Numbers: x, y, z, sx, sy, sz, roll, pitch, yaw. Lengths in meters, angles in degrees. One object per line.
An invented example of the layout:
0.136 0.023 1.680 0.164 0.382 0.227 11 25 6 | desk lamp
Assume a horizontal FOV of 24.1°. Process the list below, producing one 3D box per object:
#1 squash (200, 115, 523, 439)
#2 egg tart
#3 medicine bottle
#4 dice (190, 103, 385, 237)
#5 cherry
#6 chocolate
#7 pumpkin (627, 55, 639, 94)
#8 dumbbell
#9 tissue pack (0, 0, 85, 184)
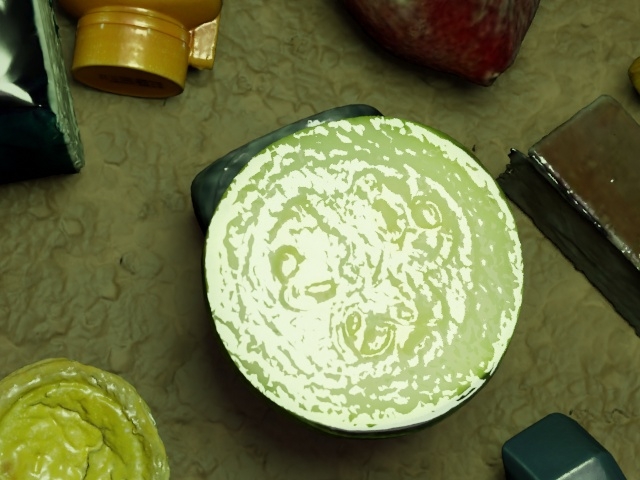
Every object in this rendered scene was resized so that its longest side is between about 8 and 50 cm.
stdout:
0.035 0.030 1.167 0.252 0.049 0.252 1 79 -6 | squash
-0.220 0.198 1.287 0.191 0.074 0.191 1 82 -5 | egg tart
-0.158 -0.248 1.343 0.149 0.112 0.222 8 80 -4 | medicine bottle
0.000 0.000 1.284 0.181 0.183 0.182 -22 83 -6 | dice
0.102 -0.278 1.320 0.230 0.203 0.300 -11 89 -47 | cherry
0.307 0.009 1.350 0.321 0.112 0.112 46 72 3 | chocolate
0.459 -0.170 1.394 0.290 0.095 0.258 34 83 -6 | pumpkin
0.118 0.287 1.267 0.325 0.160 0.144 -32 116 -8 | dumbbell
-0.427 -0.154 1.236 0.416 0.253 0.264 -11 82 -5 | tissue pack
